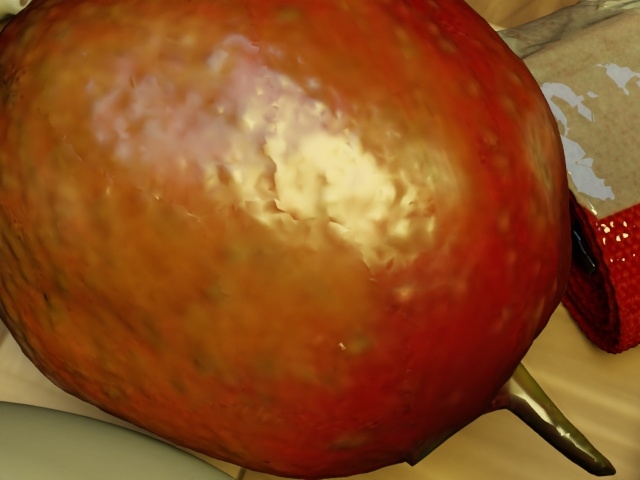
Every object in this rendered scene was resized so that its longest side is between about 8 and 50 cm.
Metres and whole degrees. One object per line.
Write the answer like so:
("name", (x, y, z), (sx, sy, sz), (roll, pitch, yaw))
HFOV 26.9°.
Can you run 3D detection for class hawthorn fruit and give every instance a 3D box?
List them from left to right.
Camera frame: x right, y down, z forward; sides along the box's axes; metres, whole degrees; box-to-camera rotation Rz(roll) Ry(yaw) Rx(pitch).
("hawthorn fruit", (0.000, 0.000, 0.681), (0.369, 0.284, 0.284), (37, 73, 9))

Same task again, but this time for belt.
("belt", (0.177, -0.048, 0.766), (0.124, 0.128, 0.200), (-22, 77, -8))

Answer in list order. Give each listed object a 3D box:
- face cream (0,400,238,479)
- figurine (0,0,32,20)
("face cream", (-0.108, 0.248, 0.600), (0.357, 0.219, 0.312), (33, 62, 16))
("figurine", (-0.195, -0.178, 0.859), (0.146, 0.098, 0.081), (-15, 55, -2))
